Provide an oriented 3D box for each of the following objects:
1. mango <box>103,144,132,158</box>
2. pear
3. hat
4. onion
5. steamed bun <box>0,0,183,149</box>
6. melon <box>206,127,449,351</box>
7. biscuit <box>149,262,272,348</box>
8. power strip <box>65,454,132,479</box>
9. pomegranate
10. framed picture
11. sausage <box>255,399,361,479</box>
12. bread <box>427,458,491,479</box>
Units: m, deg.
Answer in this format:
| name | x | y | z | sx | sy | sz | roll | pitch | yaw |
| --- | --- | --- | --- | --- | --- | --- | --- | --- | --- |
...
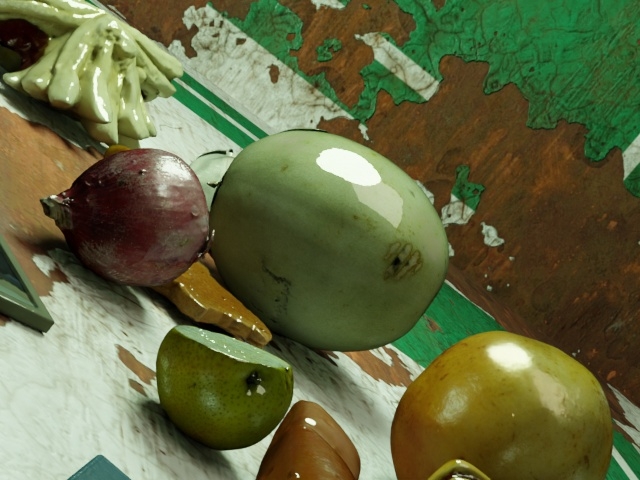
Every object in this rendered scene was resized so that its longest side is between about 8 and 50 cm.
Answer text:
| name | x | y | z | sx | sy | sz | roll | pitch | yaw |
| --- | --- | --- | --- | --- | --- | --- | --- | --- | --- |
| mango | -0.240 | -0.081 | 2.163 | 0.127 | 0.063 | 0.077 | 35 | 14 | 2 |
| pear | -0.099 | 0.146 | 1.547 | 0.141 | 0.104 | 0.141 | 18 | 0 | 0 |
| hat | -0.082 | -0.024 | 2.294 | 0.226 | 0.164 | 0.219 | 24 | -1 | 32 |
| onion | -0.220 | -0.027 | 1.764 | 0.195 | 0.159 | 0.159 | 2 | 33 | -37 |
| steamed bun | -0.342 | -0.241 | 2.265 | 0.247 | 0.189 | 0.428 | 11 | -10 | 35 |
| melon | 0.000 | 0.000 | 2.093 | 0.330 | 0.268 | 0.268 | 33 | 9 | 5 |
| biscuit | -0.175 | 0.041 | 1.914 | 0.280 | 0.043 | 0.183 | 34 | 6 | -5 |
| power strip | -0.170 | 0.200 | 1.223 | 0.056 | 0.032 | 0.123 | 41 | 9 | 2 |
| pomegranate | 0.214 | 0.239 | 1.855 | 0.264 | 0.264 | 0.264 | 39 | 10 | -8 |
| framed picture | -0.377 | -0.017 | 1.484 | 0.265 | 0.018 | 0.192 | 31 | 12 | -43 |
| sausage | -0.012 | 0.235 | 1.498 | 0.097 | 0.094 | 0.348 | 52 | 6 | -8 |
| bread | 0.180 | 0.330 | 1.714 | 0.200 | 0.116 | 0.077 | 37 | 13 | -14 |
